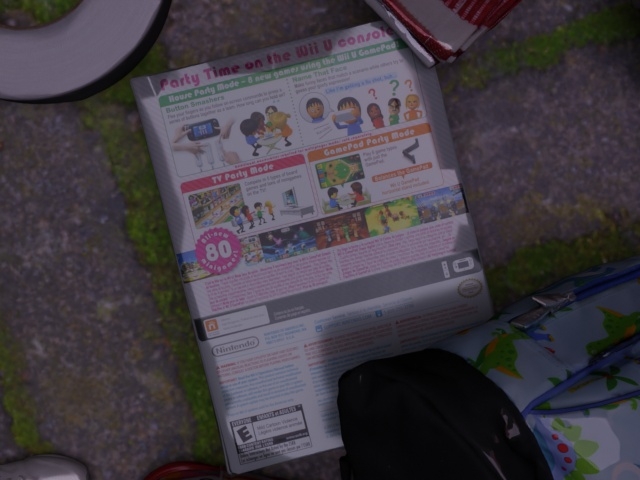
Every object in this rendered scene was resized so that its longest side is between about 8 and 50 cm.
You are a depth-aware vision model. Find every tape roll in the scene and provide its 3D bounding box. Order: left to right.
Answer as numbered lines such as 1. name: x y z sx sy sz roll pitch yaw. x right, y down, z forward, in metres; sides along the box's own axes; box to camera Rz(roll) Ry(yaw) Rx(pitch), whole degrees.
1. tape roll: -0.221 -0.213 0.950 0.219 0.072 0.219 0 92 -2

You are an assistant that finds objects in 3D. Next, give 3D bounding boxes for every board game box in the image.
1. board game box: 0.000 0.000 0.956 0.224 0.097 0.303 -13 94 -3

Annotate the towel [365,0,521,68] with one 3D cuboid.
1. towel: 0.118 -0.312 0.930 0.237 0.037 0.329 46 72 -3

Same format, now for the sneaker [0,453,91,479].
1. sneaker: -0.256 0.201 0.971 0.152 0.061 0.053 -7 91 -4

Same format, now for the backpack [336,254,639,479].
1. backpack: 0.227 0.149 0.857 0.355 0.273 0.290 -26 106 -42

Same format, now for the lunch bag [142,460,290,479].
1. lunch bag: -0.029 0.320 0.955 0.293 0.120 0.258 13 92 -3

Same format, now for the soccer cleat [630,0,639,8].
1. soccer cleat: 0.346 -0.097 0.927 0.143 0.116 0.331 -21 104 23
